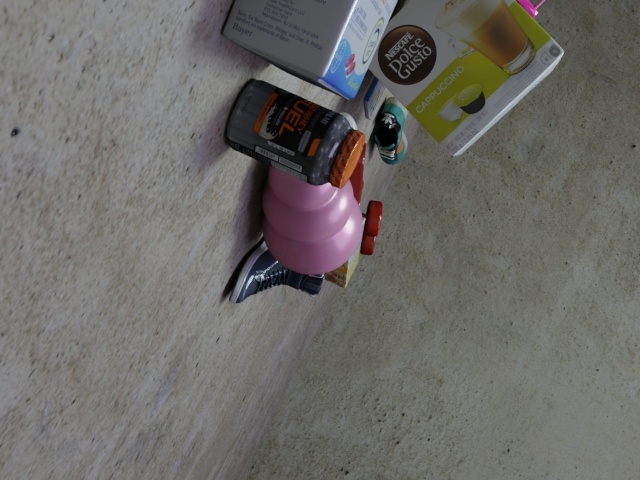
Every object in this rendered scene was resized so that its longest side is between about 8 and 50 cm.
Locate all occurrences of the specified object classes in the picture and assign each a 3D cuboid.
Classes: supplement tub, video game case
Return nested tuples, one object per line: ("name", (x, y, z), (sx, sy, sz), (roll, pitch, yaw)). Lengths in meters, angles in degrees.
("supplement tub", (-0.035, -0.158, 1.200), (0.117, 0.190, 0.117), (24, 90, -82))
("video game case", (0.156, -0.418, 2.221), (0.166, 0.015, 0.119), (58, 57, -80))

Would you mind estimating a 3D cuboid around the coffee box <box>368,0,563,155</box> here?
("coffee box", (0.340, -0.437, 1.917), (0.338, 0.334, 0.338), (-43, 176, 15))

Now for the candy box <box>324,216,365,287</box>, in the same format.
("candy box", (0.000, 0.000, 1.883), (0.316, 0.183, 0.087), (90, 25, -71))

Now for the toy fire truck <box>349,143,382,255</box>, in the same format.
("toy fire truck", (0.087, -0.110, 2.255), (0.302, 0.170, 0.253), (99, 0, -65))

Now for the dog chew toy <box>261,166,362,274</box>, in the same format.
("dog chew toy", (-0.023, -0.070, 1.541), (0.206, 0.207, 0.332), (-62, 163, -23))

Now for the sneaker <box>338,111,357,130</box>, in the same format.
("sneaker", (0.018, -0.195, 1.841), (0.094, 0.080, 0.212), (-30, 147, -56))

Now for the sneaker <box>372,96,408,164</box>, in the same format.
("sneaker", (0.217, -0.328, 2.571), (0.121, 0.108, 0.302), (-60, 162, -26))

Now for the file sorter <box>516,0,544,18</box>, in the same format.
("file sorter", (0.420, -0.687, 1.773), (0.182, 0.291, 0.202), (-45, -149, 14))

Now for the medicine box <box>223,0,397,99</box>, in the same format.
("medicine box", (0.019, -0.366, 1.091), (0.289, 0.149, 0.263), (-66, 172, 9))

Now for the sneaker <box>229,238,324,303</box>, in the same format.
("sneaker", (-0.083, 0.083, 1.679), (0.226, 0.163, 0.086), (-54, 172, -47))
